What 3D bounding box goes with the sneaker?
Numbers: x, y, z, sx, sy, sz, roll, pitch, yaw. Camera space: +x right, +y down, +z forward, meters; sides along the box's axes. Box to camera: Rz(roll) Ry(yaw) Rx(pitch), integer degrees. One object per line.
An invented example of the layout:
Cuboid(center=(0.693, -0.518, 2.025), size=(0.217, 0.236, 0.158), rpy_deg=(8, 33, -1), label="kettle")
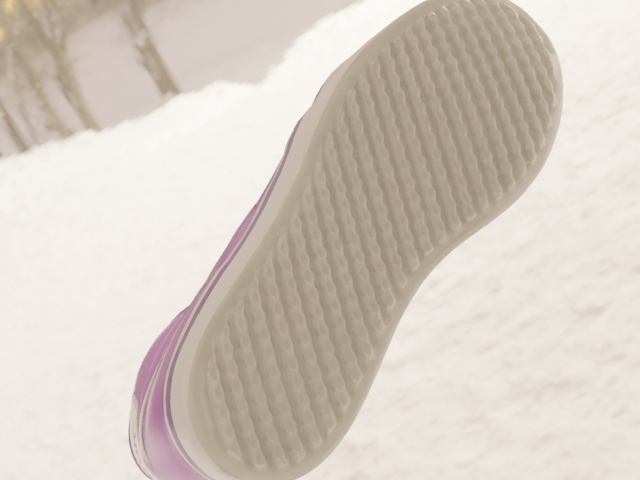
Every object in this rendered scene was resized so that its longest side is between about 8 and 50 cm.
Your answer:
Cuboid(center=(-0.001, 0.000, 0.642), size=(0.282, 0.102, 0.161), rpy_deg=(-50, 7, -25), label="sneaker")
